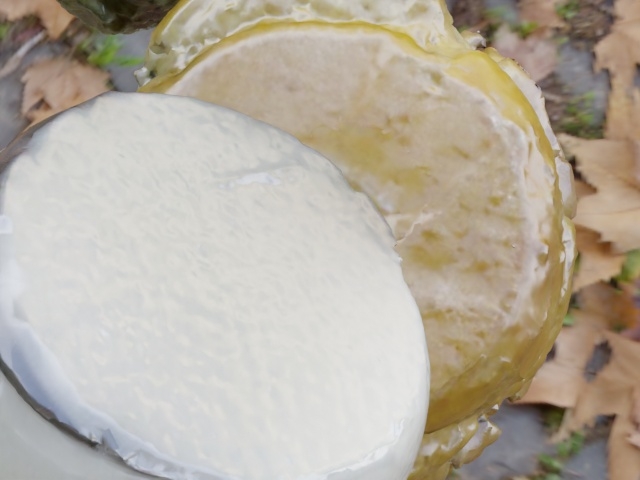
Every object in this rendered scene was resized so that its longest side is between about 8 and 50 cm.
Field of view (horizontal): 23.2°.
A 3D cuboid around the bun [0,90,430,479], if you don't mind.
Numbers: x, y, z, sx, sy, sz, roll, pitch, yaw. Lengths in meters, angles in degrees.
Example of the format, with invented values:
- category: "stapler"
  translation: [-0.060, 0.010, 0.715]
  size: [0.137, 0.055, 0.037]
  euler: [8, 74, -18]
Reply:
- category: "bun"
  translation: [-0.055, 0.047, 0.515]
  size: [0.172, 0.120, 0.173]
  euler: [18, 44, -18]

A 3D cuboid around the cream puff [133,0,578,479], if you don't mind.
- category: "cream puff"
  translation: [0.000, 0.000, 1.006]
  size: [0.327, 0.231, 0.343]
  euler: [-22, 82, 1]

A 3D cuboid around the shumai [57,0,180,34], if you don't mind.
- category: "shumai"
  translation: [-0.202, -0.272, 1.294]
  size: [0.222, 0.204, 0.272]
  euler: [14, 127, 19]
